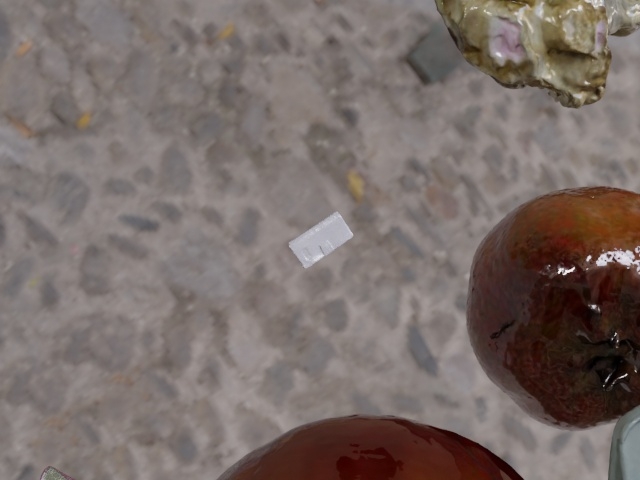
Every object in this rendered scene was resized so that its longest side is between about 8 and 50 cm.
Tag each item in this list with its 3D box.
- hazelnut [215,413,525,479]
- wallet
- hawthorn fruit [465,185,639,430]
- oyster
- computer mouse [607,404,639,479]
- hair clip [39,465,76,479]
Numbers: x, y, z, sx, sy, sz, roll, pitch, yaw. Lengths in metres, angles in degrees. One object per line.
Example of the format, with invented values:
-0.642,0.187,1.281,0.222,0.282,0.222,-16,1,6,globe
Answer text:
0.040,0.345,1.250,0.359,0.359,0.409,-56,133,-42,hazelnut
0.000,0.000,2.111,0.083,0.011,0.044,-34,92,-11,wallet
0.310,0.060,1.813,0.285,0.285,0.369,47,13,-8,hawthorn fruit
0.156,-0.168,1.015,0.191,0.081,0.163,-18,100,-44,oyster
0.247,0.202,1.006,0.128,0.079,0.231,-14,109,-27,computer mouse
-0.265,0.294,1.725,0.137,0.022,0.054,33,55,-39,hair clip
